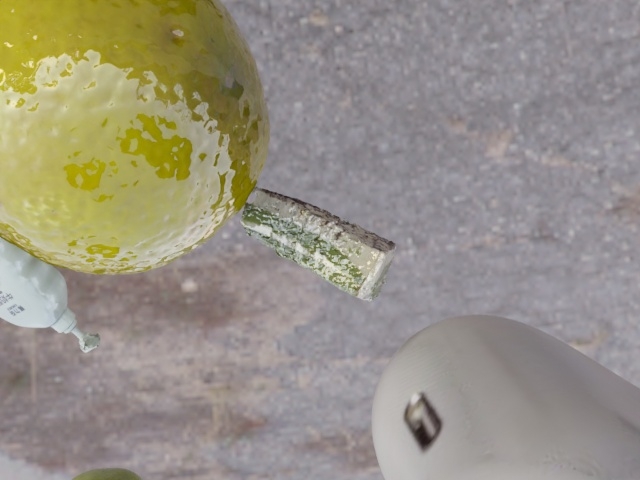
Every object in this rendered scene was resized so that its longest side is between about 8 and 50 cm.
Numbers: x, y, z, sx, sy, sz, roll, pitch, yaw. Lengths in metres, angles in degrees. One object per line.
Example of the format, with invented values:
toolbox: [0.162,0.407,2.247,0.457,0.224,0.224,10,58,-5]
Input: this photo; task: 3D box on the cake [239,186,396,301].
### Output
cake: [0.000,0.000,1.053,0.140,0.051,0.055,29,-165,24]

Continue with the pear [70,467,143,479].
pear: [-0.177,0.226,1.027,0.092,0.092,0.097,-3,144,-7]

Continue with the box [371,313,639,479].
box: [0.195,0.182,0.706,0.349,0.141,0.288,31,-173,-16]

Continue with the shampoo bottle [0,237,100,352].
shampoo bottle: [-0.245,0.042,1.050,0.077,0.045,0.152,-26,122,37]

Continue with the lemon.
lemon: [-0.166,-0.100,0.923,0.267,0.267,0.267,-5,161,-2]
